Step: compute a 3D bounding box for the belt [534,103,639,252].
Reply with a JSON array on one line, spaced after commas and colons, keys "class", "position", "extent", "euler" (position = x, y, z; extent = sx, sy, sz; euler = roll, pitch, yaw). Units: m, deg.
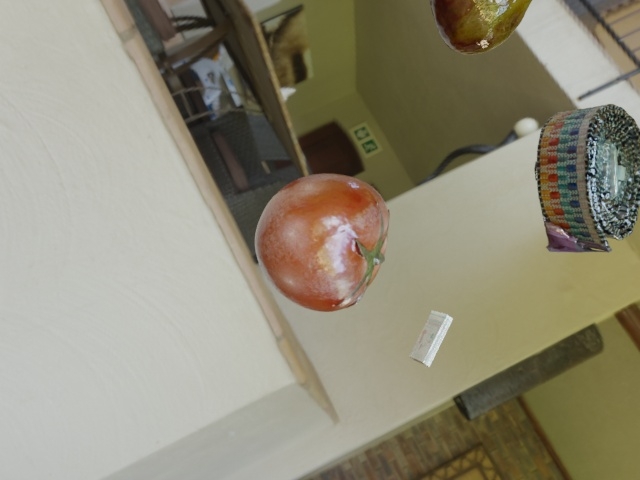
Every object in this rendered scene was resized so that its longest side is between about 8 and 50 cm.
[{"class": "belt", "position": [0.562, -0.134, 1.291], "extent": [0.161, 0.207, 0.294], "euler": [7, -69, 57]}]

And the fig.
[{"class": "fig", "position": [0.331, -0.439, 1.049], "extent": [0.190, 0.291, 0.190], "euler": [-14, 90, -83]}]

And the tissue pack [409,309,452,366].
[{"class": "tissue pack", "position": [0.218, 0.193, 1.204], "extent": [0.023, 0.108, 0.056], "euler": [32, -8, -22]}]

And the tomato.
[{"class": "tomato", "position": [0.000, 0.000, 1.150], "extent": [0.264, 0.265, 0.265], "euler": [63, -5, 10]}]
